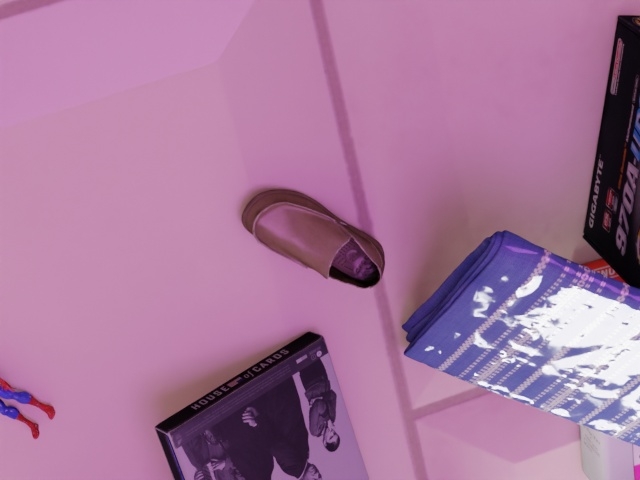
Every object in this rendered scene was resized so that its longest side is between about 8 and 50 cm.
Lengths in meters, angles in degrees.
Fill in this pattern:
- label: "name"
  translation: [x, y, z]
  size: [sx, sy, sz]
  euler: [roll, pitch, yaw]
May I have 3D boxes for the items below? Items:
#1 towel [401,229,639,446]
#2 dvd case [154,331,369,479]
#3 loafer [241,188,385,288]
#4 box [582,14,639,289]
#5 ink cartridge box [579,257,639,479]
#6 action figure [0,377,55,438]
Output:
- label: "towel"
  translation: [0.259, 0.101, 1.594]
  size: [0.336, 0.040, 0.243]
  euler: [21, 149, -9]
- label: "dvd case"
  translation: [-0.038, 0.227, 1.640]
  size: [0.179, 0.029, 0.238]
  euler: [-30, 117, -28]
- label: "loafer"
  translation: [0.000, 0.000, 1.580]
  size: [0.148, 0.050, 0.056]
  euler: [21, 105, -26]
- label: "box"
  translation: [0.300, -0.068, 1.578]
  size: [0.051, 0.175, 0.220]
  euler: [-1, 114, -16]
- label: "ink cartridge box"
  translation: [0.385, 0.108, 1.757]
  size: [0.275, 0.060, 0.239]
  euler: [-15, 119, -12]
- label: "action figure"
  translation: [-0.284, 0.132, 1.559]
  size: [0.115, 0.030, 0.038]
  euler: [34, 105, -26]
